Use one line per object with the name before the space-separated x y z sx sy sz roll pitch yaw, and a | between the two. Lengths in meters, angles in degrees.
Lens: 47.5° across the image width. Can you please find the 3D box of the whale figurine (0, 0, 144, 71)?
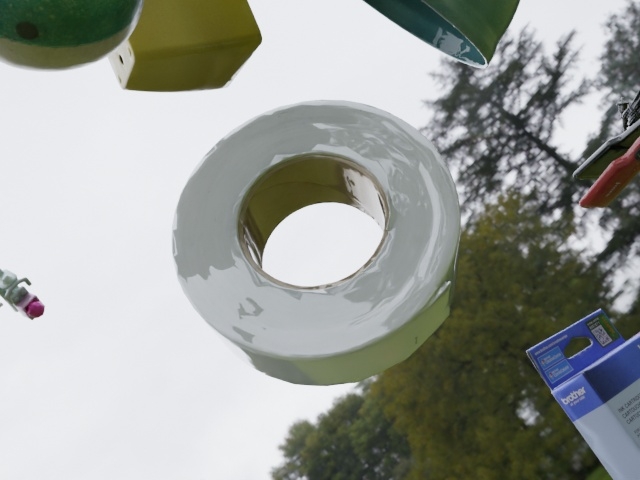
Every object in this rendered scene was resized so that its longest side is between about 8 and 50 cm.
whale figurine | -0.270 -0.245 0.565 0.272 0.216 0.141 17 -38 -14

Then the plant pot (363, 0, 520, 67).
plant pot | 0.144 -0.379 0.906 0.196 0.293 0.293 -55 -25 10

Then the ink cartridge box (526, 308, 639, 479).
ink cartridge box | 0.383 0.214 0.806 0.186 0.311 0.065 -16 -27 -40

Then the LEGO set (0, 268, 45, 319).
LEGO set | -0.421 0.145 0.791 0.132 0.107 0.287 53 -124 -40

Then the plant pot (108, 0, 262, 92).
plant pot | -0.242 -0.347 1.140 0.187 0.212 0.212 -23 0 -25

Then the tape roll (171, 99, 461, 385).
tape roll | 0.000 0.000 0.739 0.286 0.286 0.100 -38 -26 -11

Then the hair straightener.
hair straightener | 0.337 -0.127 0.805 0.047 0.089 0.230 -2 -27 -3
